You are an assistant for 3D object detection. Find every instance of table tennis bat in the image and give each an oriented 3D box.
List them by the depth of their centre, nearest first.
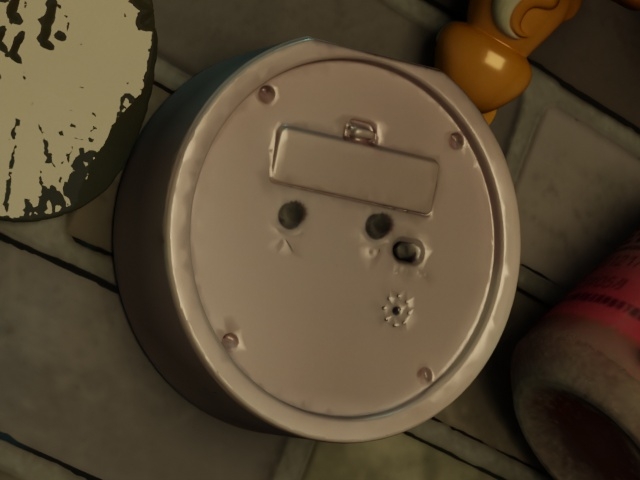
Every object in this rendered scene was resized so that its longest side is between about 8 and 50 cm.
[{"bbox_3d":[-0.132,-0.124,0.913,0.131,0.022,0.234,14,83,-27],"label":"table tennis bat"}]

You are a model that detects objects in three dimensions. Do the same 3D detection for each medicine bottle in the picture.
[{"bbox_3d":[0.224,0.038,1.035,0.247,0.147,0.147,-40,107,-25],"label":"medicine bottle"}]

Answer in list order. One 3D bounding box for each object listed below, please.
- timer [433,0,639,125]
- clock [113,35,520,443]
[{"bbox_3d":[0.107,-0.132,1.006,0.132,0.132,0.152,27,100,-26],"label":"timer"},{"bbox_3d":[0.000,0.000,0.953,0.197,0.068,0.196,1,87,-30],"label":"clock"}]
